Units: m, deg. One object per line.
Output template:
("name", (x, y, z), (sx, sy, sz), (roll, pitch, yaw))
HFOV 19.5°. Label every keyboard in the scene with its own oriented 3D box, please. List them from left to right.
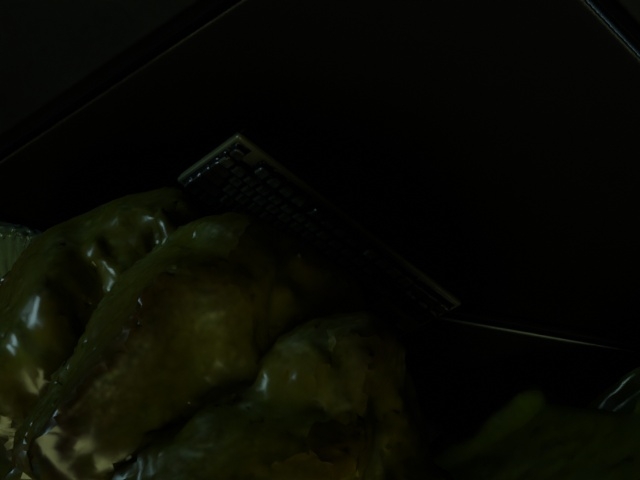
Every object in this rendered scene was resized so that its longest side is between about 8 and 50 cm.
("keyboard", (0.000, 0.000, 0.821), (0.129, 0.015, 0.049), (37, 134, -20))

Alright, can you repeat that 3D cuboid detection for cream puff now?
("cream puff", (-0.053, 0.099, 0.794), (0.244, 0.196, 0.244), (21, 143, 17))

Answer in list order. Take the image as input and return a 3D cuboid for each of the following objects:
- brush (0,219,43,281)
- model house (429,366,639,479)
("brush", (-0.158, 0.060, 0.941), (0.083, 0.011, 0.205), (15, 138, 2))
("model house", (0.161, 0.139, 0.853), (0.194, 0.170, 0.211), (34, 164, -27))
